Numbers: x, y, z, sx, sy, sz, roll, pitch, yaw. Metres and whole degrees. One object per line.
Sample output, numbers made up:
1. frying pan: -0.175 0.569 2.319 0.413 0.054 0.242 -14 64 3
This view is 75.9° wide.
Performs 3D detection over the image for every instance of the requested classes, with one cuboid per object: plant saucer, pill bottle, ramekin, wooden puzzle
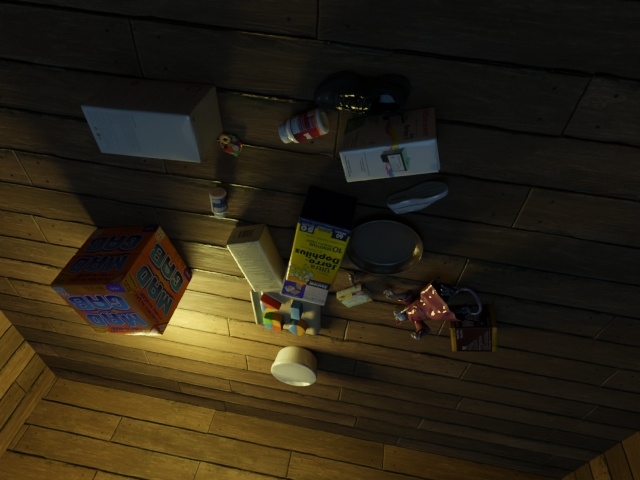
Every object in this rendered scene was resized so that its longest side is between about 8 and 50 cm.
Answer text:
1. plant saucer: 0.254 0.022 1.657 0.311 0.050 0.310 6 136 6
2. pill bottle: -0.406 -0.148 1.641 0.067 0.067 0.120 10 135 4
3. pill bottle: -0.055 -0.367 1.328 0.152 0.086 0.086 -12 130 24
4. ramekin: -0.143 0.728 2.396 0.273 0.127 0.272 6 134 7
5. wooden puzzle: -0.176 0.376 2.091 0.348 0.080 0.322 7 135 7

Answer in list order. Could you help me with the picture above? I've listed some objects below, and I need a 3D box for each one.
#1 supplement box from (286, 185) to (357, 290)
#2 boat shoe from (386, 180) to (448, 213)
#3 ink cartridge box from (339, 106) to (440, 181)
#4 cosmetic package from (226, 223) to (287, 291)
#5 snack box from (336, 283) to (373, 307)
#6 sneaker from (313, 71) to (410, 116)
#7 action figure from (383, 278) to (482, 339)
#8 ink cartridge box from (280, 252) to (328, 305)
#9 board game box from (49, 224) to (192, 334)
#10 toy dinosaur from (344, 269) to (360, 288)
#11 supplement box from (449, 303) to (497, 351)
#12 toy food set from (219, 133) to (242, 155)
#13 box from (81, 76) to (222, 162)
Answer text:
1. supplement box: 0.000 0.000 1.598 0.194 0.195 0.356 15 136 -1
2. boat shoe: 0.350 -0.149 1.461 0.226 0.083 0.076 -8 144 36
3. ink cartridge box: 0.216 -0.293 1.252 0.279 0.201 0.117 -4 133 17
4. cosmetic package: -0.267 0.083 1.803 0.160 0.113 0.309 -5 133 18
5. snack box: 0.160 0.260 1.921 0.141 0.037 0.100 -23 132 32
6. sneaker: 0.116 -0.421 1.204 0.287 0.130 0.109 1 136 15
7. action figure: 0.465 0.286 1.823 0.276 0.247 0.370 -12 165 -36
8. ink cartridge box: -0.053 0.162 1.812 0.207 0.045 0.208 16 92 -8
9. board game box: -0.877 0.182 1.876 0.357 0.356 0.356 -3 133 16
10. toy dinosaur: 0.145 0.173 1.858 0.090 0.047 0.082 42 148 18
11. supplement box: 0.691 0.400 1.869 0.194 0.129 0.191 -5 132 18
12. toy food set: -0.319 -0.341 1.463 0.083 0.020 0.083 14 135 -1
13. box: -0.526 -0.393 1.326 0.346 0.214 0.168 7 135 7
